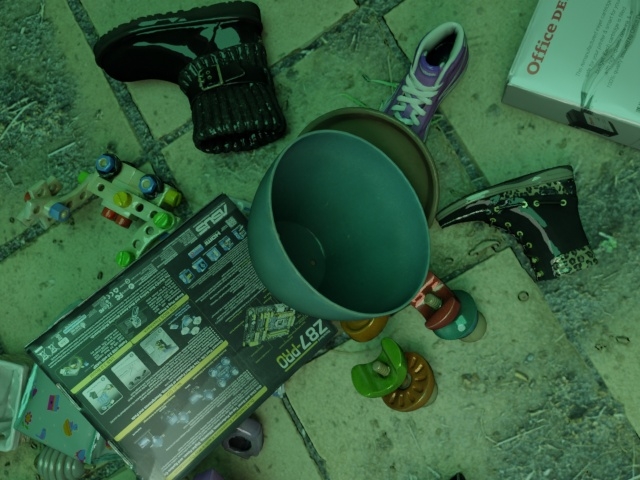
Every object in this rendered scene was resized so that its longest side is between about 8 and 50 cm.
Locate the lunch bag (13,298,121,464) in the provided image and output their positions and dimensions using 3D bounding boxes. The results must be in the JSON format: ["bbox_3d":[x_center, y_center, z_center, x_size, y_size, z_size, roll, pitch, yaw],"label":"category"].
[{"bbox_3d":[-0.414,0.250,1.080,0.223,0.160,0.262,10,81,30],"label":"lunch bag"}]

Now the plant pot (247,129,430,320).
[{"bbox_3d":[0.000,0.000,0.922,0.195,0.290,0.290,-31,79,50],"label":"plant pot"}]

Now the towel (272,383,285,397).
[{"bbox_3d":[-0.199,0.184,1.110,0.285,0.034,0.209,1,87,12],"label":"towel"}]

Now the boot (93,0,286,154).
[{"bbox_3d":[-0.248,-0.282,1.092,0.348,0.131,0.260,-10,85,11],"label":"boot"}]

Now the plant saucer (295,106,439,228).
[{"bbox_3d":[0.070,-0.093,1.015,0.278,0.041,0.278,8,113,19],"label":"plant saucer"}]

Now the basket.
[{"bbox_3d":[-0.611,0.312,1.156,0.113,0.103,0.167,8,88,12],"label":"basket"}]

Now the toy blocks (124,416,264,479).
[{"bbox_3d":[-0.208,0.512,1.030,0.289,0.309,0.260,-25,115,21],"label":"toy blocks"}]

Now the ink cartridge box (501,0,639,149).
[{"bbox_3d":[0.480,-0.289,0.938,0.307,0.129,0.223,23,92,12],"label":"ink cartridge box"}]

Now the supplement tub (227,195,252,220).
[{"bbox_3d":[-0.158,-0.024,1.092,0.071,0.071,0.107,18,91,12],"label":"supplement tub"}]

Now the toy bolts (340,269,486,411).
[{"bbox_3d":[0.168,0.158,1.009,0.228,0.158,0.218,-44,39,17],"label":"toy bolts"}]

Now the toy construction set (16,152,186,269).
[{"bbox_3d":[-0.384,-0.040,1.105,0.328,0.151,0.215,27,88,0],"label":"toy construction set"}]

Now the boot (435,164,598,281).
[{"bbox_3d":[0.329,-0.010,0.981,0.236,0.085,0.178,-18,86,10],"label":"boot"}]

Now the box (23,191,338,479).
[{"bbox_3d":[-0.214,0.162,0.972,0.395,0.097,0.318,-42,95,-17],"label":"box"}]

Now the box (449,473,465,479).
[{"bbox_3d":[0.210,0.626,0.929,0.343,0.179,0.312,-45,81,7],"label":"box"}]

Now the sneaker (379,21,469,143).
[{"bbox_3d":[0.154,-0.240,0.991,0.102,0.161,0.282,29,95,10],"label":"sneaker"}]

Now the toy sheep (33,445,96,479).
[{"bbox_3d":[-0.496,0.434,1.136,0.132,0.091,0.091,-1,87,8],"label":"toy sheep"}]
